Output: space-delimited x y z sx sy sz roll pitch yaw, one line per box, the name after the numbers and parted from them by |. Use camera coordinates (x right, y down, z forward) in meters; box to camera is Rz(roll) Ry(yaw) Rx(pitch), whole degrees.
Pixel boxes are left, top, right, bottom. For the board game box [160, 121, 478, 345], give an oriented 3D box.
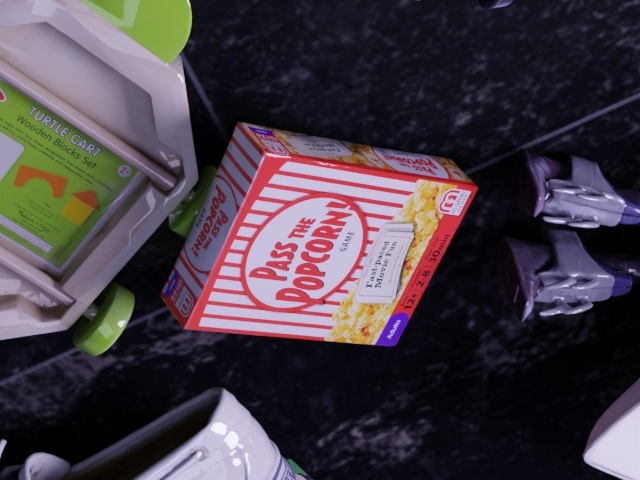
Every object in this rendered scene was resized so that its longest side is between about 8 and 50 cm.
0.000 0.000 1.259 0.193 0.045 0.147 7 119 -37 | board game box

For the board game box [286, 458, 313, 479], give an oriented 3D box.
-0.032 0.365 1.410 0.046 0.213 0.317 -8 132 -55 | board game box

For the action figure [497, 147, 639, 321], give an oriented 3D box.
0.278 0.007 1.308 0.285 0.099 0.185 4 112 -12 | action figure

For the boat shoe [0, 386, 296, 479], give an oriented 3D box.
-0.212 0.207 1.326 0.367 0.136 0.156 -24 116 12 | boat shoe

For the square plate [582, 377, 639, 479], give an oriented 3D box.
0.396 0.077 1.327 0.347 0.049 0.344 -46 138 17 | square plate

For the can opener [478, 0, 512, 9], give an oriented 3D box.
0.129 -0.245 1.185 0.059 0.073 0.186 28 114 22 | can opener

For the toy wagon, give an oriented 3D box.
-0.191 -0.079 1.220 0.267 0.068 0.344 34 108 -22 | toy wagon
